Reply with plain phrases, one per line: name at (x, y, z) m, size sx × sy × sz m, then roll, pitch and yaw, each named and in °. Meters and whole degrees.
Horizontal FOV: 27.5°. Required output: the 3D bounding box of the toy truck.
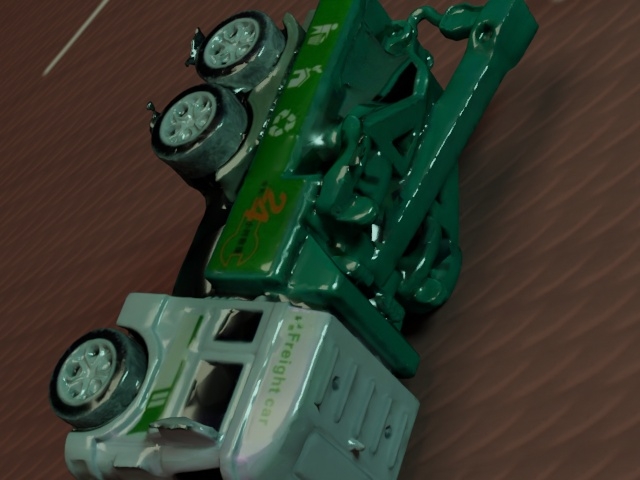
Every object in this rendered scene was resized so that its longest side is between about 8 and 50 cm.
toy truck at (-0.007, 0.002, 0.771) m, size 0.178 × 0.176 × 0.363 m, roll 3°, pitch 59°, yaw 39°
